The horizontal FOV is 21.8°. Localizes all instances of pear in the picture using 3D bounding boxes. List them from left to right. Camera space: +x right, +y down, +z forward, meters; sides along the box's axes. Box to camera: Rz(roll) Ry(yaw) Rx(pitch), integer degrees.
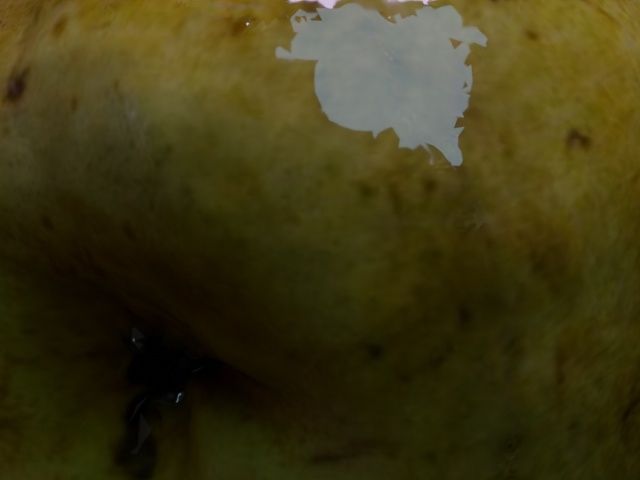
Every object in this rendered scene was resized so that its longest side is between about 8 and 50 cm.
[{"bbox_3d":[0.000,0.000,0.593,0.304,0.304,0.304,15,49,-18],"label":"pear"}]
